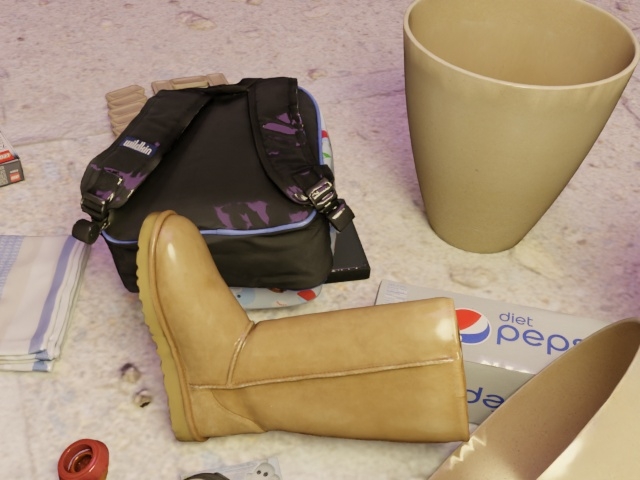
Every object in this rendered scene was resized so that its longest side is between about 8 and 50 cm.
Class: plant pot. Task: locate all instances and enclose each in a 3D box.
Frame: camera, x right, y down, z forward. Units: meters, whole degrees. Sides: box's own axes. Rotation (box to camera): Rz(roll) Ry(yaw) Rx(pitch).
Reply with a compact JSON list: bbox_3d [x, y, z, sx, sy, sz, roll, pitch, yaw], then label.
[{"bbox_3d":[0.198,0.221,0.579,0.191,0.284,0.284,45,52,9],"label":"plant pot"},{"bbox_3d":[0.212,-0.127,0.952,0.256,0.274,0.256,2,41,-1],"label":"plant pot"}]

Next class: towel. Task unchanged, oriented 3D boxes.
[{"bbox_3d":[-0.408,0.058,0.872,0.285,0.034,0.209,1,40,-3],"label":"towel"}]

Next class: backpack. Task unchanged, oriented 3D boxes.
[{"bbox_3d":[-0.095,-0.057,0.886,0.276,0.213,0.263,0,51,5],"label":"backpack"}]

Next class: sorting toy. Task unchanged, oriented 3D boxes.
[{"bbox_3d":[-0.213,0.225,0.694,0.061,0.042,0.102,8,50,29],"label":"sorting toy"}]

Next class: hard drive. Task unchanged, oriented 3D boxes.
[{"bbox_3d":[0.000,0.000,0.979,0.094,0.022,0.135,-6,41,-11],"label":"hard drive"}]

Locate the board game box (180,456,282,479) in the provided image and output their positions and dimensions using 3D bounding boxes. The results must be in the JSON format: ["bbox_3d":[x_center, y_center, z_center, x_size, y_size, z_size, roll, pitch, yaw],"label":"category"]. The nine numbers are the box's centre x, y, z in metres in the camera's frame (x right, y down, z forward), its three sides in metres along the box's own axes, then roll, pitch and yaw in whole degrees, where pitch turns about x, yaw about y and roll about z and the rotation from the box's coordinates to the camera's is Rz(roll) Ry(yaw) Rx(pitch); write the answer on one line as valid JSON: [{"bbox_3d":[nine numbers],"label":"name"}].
[{"bbox_3d":[-0.072,0.240,0.695,0.090,0.020,0.090,-7,42,-13],"label":"board game box"}]

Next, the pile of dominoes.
[{"bbox_3d":[-0.211,-0.175,1.175,0.196,0.040,0.251,-10,34,-15],"label":"pile of dominoes"}]

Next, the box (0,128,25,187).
[{"bbox_3d":[-0.507,-0.090,1.034,0.207,0.036,0.114,-22,47,-28],"label":"box"}]

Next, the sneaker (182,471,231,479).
[{"bbox_3d":[-0.163,0.267,0.581,0.100,0.108,0.271,33,52,30],"label":"sneaker"}]

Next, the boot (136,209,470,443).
[{"bbox_3d":[-0.011,0.074,0.713,0.269,0.236,0.089,-5,18,13],"label":"boot"}]

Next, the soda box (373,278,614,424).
[{"bbox_3d":[0.187,0.126,0.790,0.286,0.098,0.091,10,43,8],"label":"soda box"}]
